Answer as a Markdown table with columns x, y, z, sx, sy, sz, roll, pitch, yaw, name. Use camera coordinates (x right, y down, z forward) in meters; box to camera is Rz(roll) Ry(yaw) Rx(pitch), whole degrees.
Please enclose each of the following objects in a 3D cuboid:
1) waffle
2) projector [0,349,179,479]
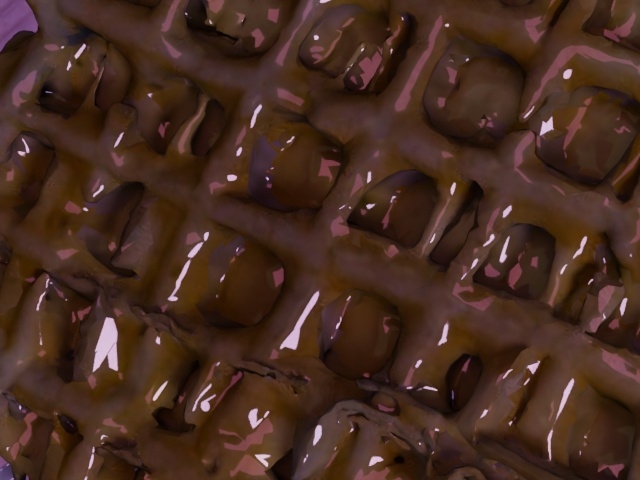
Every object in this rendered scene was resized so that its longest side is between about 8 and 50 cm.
| x | y | z | sx | sy | sz | roll | pitch | yaw | name |
| --- | --- | --- | --- | --- | --- | --- | --- | --- | --- |
| 0.000 | 0.000 | 0.501 | 0.317 | 0.073 | 0.297 | -19 | 72 | 15 | waffle |
| -0.141 | 0.055 | 0.597 | 0.147 | 0.061 | 0.115 | -37 | 80 | -7 | projector |
